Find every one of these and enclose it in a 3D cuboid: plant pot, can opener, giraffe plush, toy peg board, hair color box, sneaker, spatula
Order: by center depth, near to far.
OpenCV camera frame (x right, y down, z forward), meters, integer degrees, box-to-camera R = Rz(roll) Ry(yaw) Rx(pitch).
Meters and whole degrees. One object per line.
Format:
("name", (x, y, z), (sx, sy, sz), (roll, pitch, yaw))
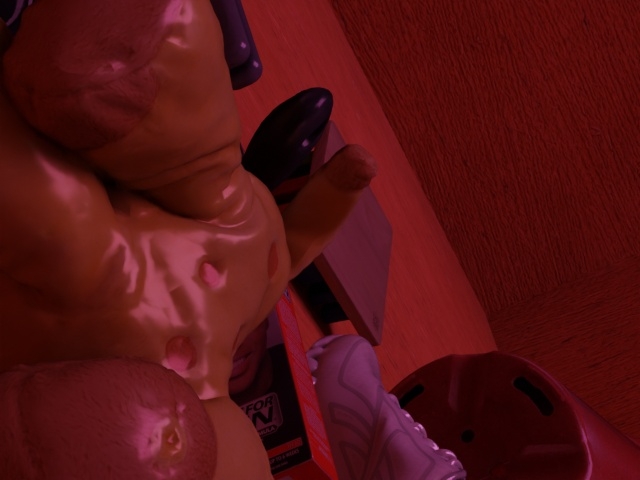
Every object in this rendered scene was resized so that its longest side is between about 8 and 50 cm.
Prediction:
("giraffe plush", (-0.073, 0.043, 0.382), (0.210, 0.181, 0.170), (30, 47, -46))
("spatula", (-0.044, -0.027, 0.563), (0.030, 0.084, 0.296), (48, -18, -8))
("hair color box", (-0.042, 0.085, 0.692), (0.043, 0.072, 0.141), (55, 14, -50))
("sneaker", (0.040, 0.159, 0.778), (0.292, 0.118, 0.110), (-91, 159, -58))
("plant pot", (0.170, 0.235, 0.995), (0.265, 0.272, 0.272), (45, 22, -45))
("toy peg board", (0.000, 0.000, 1.167), (0.160, 0.079, 0.161), (-81, 149, -44))
("can opener", (-0.103, -0.281, 1.193), (0.074, 0.093, 0.280), (51, 23, -61))

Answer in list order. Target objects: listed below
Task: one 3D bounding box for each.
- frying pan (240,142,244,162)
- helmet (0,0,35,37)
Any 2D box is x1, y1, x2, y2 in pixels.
("frying pan", (-0.089, -0.081, 0.826), (0.326, 0.053, 0.197), (-109, 173, -46))
("helmet", (-0.143, -0.140, 0.427), (0.169, 0.169, 0.161), (-52, 130, -79))
